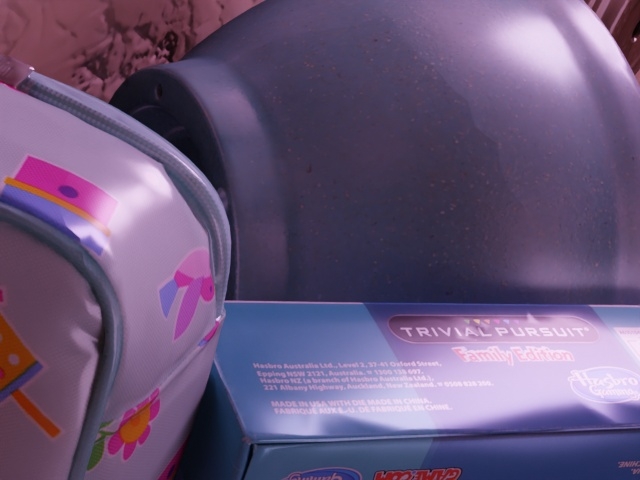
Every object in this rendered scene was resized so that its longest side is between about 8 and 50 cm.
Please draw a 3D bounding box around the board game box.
[{"bbox_3d":[0.028,0.180,0.592,0.253,0.079,0.336,3,125,-26],"label":"board game box"}]

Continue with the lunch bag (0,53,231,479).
[{"bbox_3d":[-0.162,0.052,0.452,0.108,0.224,0.279,-48,160,-59],"label":"lunch bag"}]

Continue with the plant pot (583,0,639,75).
[{"bbox_3d":[0.190,-0.178,0.987,0.237,0.109,0.237,-44,154,-28],"label":"plant pot"}]

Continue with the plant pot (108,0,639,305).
[{"bbox_3d":[0.000,0.000,0.669,0.196,0.293,0.293,-3,125,-33],"label":"plant pot"}]
